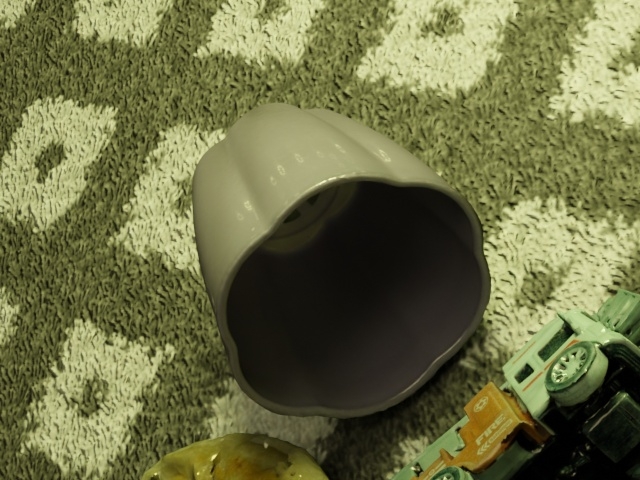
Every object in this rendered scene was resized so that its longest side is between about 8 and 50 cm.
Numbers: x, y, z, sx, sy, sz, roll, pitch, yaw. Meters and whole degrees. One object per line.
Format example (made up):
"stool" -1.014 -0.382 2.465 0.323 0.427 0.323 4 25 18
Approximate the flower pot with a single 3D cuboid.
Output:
"flower pot" 0.000 0.000 1.566 0.265 0.265 0.243 -45 33 9

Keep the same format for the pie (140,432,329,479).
"pie" -0.115 0.318 1.534 0.339 0.077 0.339 -34 32 25

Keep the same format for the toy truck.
"toy truck" 0.169 0.178 1.381 0.338 0.133 0.184 -46 19 6
